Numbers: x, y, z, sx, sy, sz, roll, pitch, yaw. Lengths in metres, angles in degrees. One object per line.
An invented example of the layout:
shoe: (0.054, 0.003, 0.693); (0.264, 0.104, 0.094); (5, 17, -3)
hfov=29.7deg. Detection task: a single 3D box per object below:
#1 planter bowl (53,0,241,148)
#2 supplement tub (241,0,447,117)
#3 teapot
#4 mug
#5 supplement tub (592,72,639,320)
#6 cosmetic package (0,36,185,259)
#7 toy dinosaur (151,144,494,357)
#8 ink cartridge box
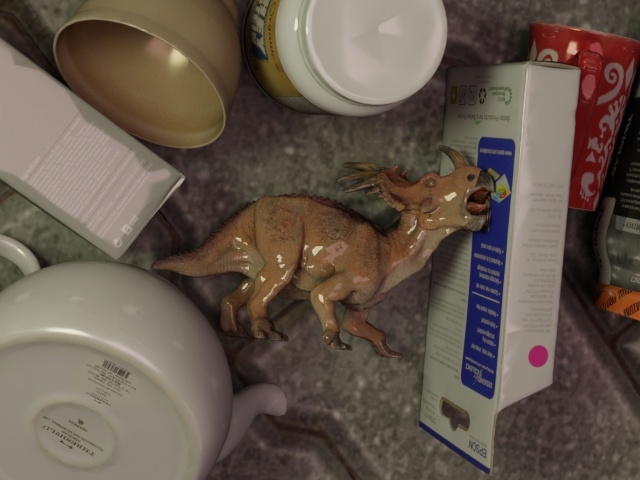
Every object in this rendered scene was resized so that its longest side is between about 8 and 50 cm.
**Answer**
planter bowl: (-0.136, -0.174, 1.056); (0.162, 0.162, 0.109); (34, 59, -17)
supplement tub: (0.018, -0.181, 1.065); (0.144, 0.200, 0.144); (-2, 97, -16)
teapot: (-0.190, 0.107, 1.053); (0.252, 0.187, 0.256); (-9, 121, 15)
mug: (0.234, -0.120, 1.176); (0.150, 0.113, 0.169); (-1, 105, -56)
supplement tub: (0.387, -0.064, 1.192); (0.193, 0.193, 0.316); (16, 91, -18)
cosmetic package: (-0.248, -0.092, 1.036); (0.238, 0.127, 0.107); (41, 84, -19)
toy dinosaur: (0.000, 0.000, 1.130); (0.296, 0.127, 0.200); (7, 84, -1)
ink cartridge box: (0.163, 0.019, 1.144); (0.069, 0.176, 0.371); (5, 95, -18)
